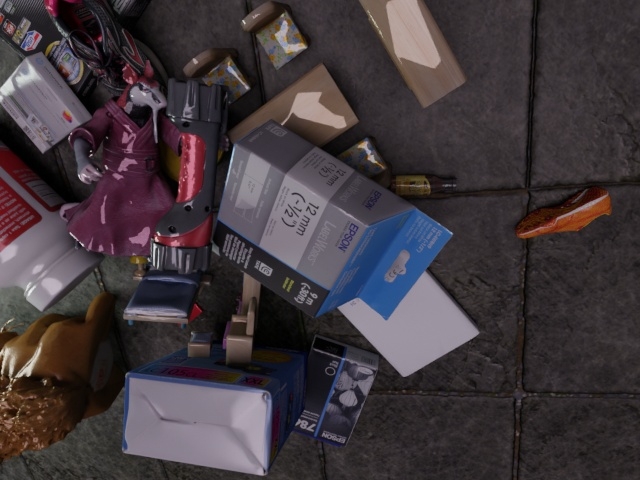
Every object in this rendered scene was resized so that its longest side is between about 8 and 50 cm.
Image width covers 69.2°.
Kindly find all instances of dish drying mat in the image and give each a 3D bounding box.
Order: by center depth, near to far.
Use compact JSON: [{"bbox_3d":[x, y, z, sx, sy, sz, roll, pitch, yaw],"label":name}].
[{"bbox_3d":[-0.329,0.185,1.155,0.083,0.008,0.032,-36,102,23],"label":"dish drying mat"}]

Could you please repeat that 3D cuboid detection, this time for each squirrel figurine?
[{"bbox_3d":[-0.705,0.321,1.070,0.370,0.397,0.281,3,119,0],"label":"squirrel figurine"}]

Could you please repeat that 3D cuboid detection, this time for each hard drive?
[{"bbox_3d":[0.164,0.139,1.025,0.210,0.040,0.319,-38,102,23],"label":"hard drive"}]

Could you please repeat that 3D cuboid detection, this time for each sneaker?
[{"bbox_3d":[-0.380,-0.329,0.833,0.120,0.112,0.299,-27,140,7],"label":"sneaker"},{"bbox_3d":[0.463,-0.037,0.884,0.175,0.064,0.067,-22,117,21],"label":"sneaker"}]

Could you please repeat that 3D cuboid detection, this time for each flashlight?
[{"bbox_3d":[-0.220,-0.102,0.758,0.103,0.103,0.304,9,105,7],"label":"flashlight"}]

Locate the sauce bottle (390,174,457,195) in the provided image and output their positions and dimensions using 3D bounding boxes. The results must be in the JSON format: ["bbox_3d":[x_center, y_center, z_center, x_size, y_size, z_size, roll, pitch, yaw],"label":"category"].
[{"bbox_3d":[0.201,-0.110,0.910,0.128,0.042,0.042,-1,113,12],"label":"sauce bottle"}]

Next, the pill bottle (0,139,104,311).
[{"bbox_3d":[-0.683,-0.049,0.997,0.229,0.229,0.408,-39,101,23],"label":"pill bottle"}]

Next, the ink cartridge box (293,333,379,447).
[{"bbox_3d":[0.018,0.401,1.155,0.165,0.065,0.333,17,116,2],"label":"ink cartridge box"}]

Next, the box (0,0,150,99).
[{"bbox_3d":[-0.480,-0.442,0.882,0.216,0.060,0.270,44,114,-9],"label":"box"}]

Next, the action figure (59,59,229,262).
[{"bbox_3d":[-0.346,-0.151,0.882,0.248,0.275,0.370,-3,115,-37],"label":"action figure"}]

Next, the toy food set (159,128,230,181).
[{"bbox_3d":[-0.259,-0.187,0.946,0.218,0.071,0.128,-24,90,29],"label":"toy food set"}]

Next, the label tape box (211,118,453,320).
[{"bbox_3d":[0.000,0.000,0.778,0.347,0.115,0.249,34,134,8],"label":"label tape box"}]

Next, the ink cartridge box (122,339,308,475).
[{"bbox_3d":[-0.182,0.312,0.969,0.270,0.395,0.151,5,87,9],"label":"ink cartridge box"}]

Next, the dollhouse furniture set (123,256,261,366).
[{"bbox_3d":[-0.271,0.077,0.944,0.303,0.286,0.198,6,114,-4],"label":"dollhouse furniture set"}]

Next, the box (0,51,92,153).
[{"bbox_3d":[-0.565,-0.272,0.941,0.186,0.038,0.145,-14,118,40],"label":"box"}]

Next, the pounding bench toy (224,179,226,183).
[{"bbox_3d":[-0.139,-0.128,0.947,0.083,0.065,0.052,-25,108,30],"label":"pounding bench toy"}]

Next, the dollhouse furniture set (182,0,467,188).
[{"bbox_3d":[0.012,-0.233,0.774,0.394,0.256,0.362,-30,105,21],"label":"dollhouse furniture set"}]
